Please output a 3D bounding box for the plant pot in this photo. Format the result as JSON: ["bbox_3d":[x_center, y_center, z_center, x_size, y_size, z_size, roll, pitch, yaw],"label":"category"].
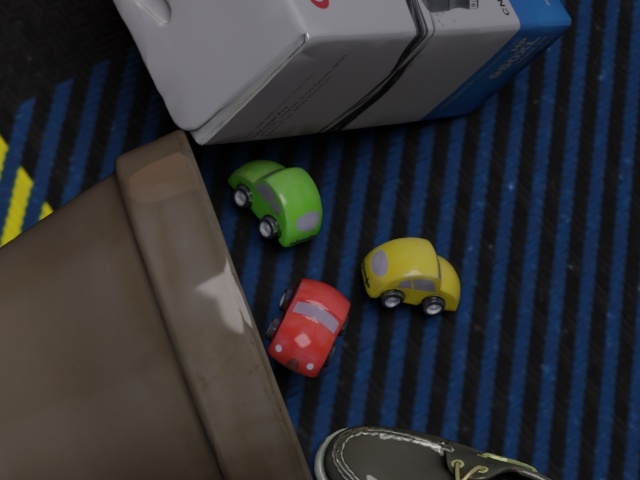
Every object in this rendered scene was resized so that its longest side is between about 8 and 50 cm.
[{"bbox_3d":[-0.185,0.105,1.405,0.280,0.323,0.323,-19,72,-3],"label":"plant pot"}]

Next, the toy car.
[{"bbox_3d":[0.000,0.000,1.581,0.239,0.053,0.225,-20,61,-43],"label":"toy car"}]

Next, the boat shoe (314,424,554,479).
[{"bbox_3d":[0.143,0.234,1.521,0.305,0.091,0.109,25,64,-2],"label":"boat shoe"}]

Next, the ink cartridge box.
[{"bbox_3d":[0.004,-0.256,1.566,0.395,0.166,0.285,-12,68,-49],"label":"ink cartridge box"}]
